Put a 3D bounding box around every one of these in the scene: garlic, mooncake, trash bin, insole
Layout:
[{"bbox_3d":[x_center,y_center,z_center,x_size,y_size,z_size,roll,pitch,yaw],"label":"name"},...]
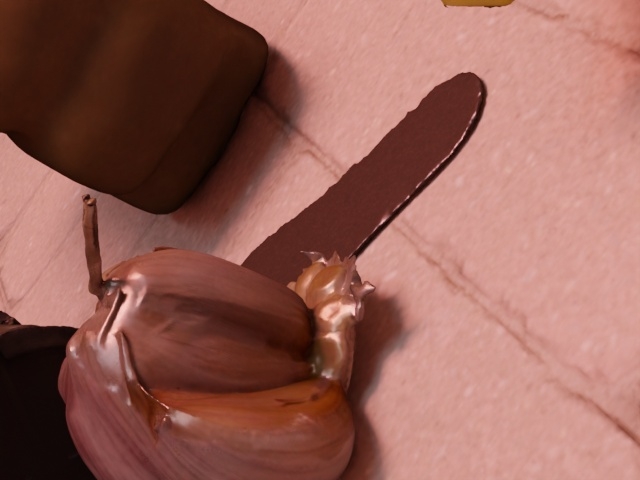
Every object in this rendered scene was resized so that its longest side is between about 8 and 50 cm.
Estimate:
[{"bbox_3d":[-0.059,0.047,0.907,0.207,0.257,0.207,-5,34,4],"label":"garlic"},{"bbox_3d":[-0.240,-0.171,1.260,0.201,0.378,0.378,-61,27,5],"label":"mooncake"},{"bbox_3d":[-0.256,0.157,1.106,0.252,0.203,0.301,-50,22,-25],"label":"trash bin"},{"bbox_3d":[0.000,0.000,1.057,0.328,0.007,0.111,-44,31,26],"label":"insole"}]

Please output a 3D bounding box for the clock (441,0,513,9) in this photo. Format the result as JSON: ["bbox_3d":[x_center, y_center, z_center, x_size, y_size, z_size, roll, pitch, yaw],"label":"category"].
[{"bbox_3d":[0.190,-0.258,0.807,0.277,0.071,0.293,-2,63,24],"label":"clock"}]
